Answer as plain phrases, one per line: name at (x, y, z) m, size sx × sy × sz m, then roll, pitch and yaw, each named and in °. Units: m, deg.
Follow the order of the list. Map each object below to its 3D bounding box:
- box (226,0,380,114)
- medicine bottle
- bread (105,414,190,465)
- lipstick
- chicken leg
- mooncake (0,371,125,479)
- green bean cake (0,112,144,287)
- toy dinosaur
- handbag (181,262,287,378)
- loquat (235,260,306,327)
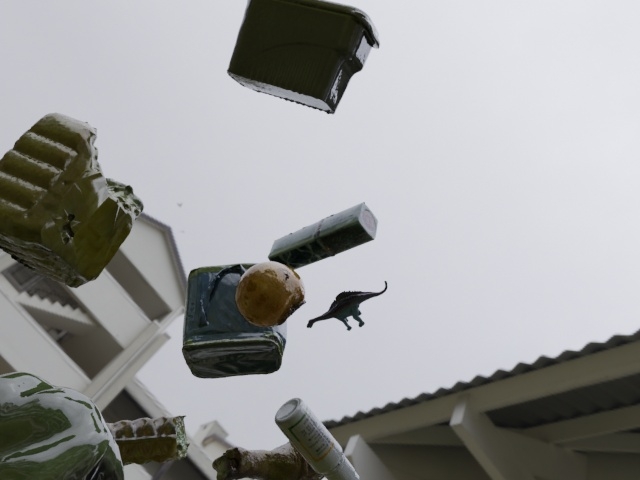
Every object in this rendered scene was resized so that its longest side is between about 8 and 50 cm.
box at (-0.038, -0.364, 1.069) m, size 0.274 × 0.138 × 0.178 m, roll 22°, pitch -87°, yaw 21°
medicine bottle at (0.004, 0.369, 0.976) m, size 0.061 × 0.092 × 0.221 m, roll -35°, pitch -76°, yaw 3°
bread at (-0.440, 0.465, 1.263) m, size 0.269 × 0.087 × 0.098 m, roll -7°, pitch -90°, yaw 4°
lipstick at (0.000, 0.000, 1.321) m, size 0.289 × 0.076 × 0.077 m, roll -21°, pitch -55°, yaw 35°
chicken leg at (-0.099, 0.593, 1.504) m, size 0.361 × 0.211 × 0.140 m, roll 33°, pitch -5°, yaw -43°
mooncake at (-0.336, 0.284, 0.471) m, size 0.351 × 0.351 × 0.187 m, roll 11°, pitch -44°, yaw 19°
green bean cake at (-0.412, -0.059, 0.911) m, size 0.124 × 0.233 × 0.236 m, roll 19°, pitch -24°, yaw 16°
toy dinosaur at (0.060, 0.143, 1.148) m, size 0.197 × 0.045 × 0.080 m, roll -30°, pitch -58°, yaw 12°
handbag at (-0.217, 0.203, 1.404) m, size 0.263 × 0.241 × 0.222 m, roll -2°, pitch -39°, yaw -2°
loquat at (-0.102, 0.106, 1.109) m, size 0.141 × 0.141 × 0.141 m, roll 12°, pitch -56°, yaw 18°
